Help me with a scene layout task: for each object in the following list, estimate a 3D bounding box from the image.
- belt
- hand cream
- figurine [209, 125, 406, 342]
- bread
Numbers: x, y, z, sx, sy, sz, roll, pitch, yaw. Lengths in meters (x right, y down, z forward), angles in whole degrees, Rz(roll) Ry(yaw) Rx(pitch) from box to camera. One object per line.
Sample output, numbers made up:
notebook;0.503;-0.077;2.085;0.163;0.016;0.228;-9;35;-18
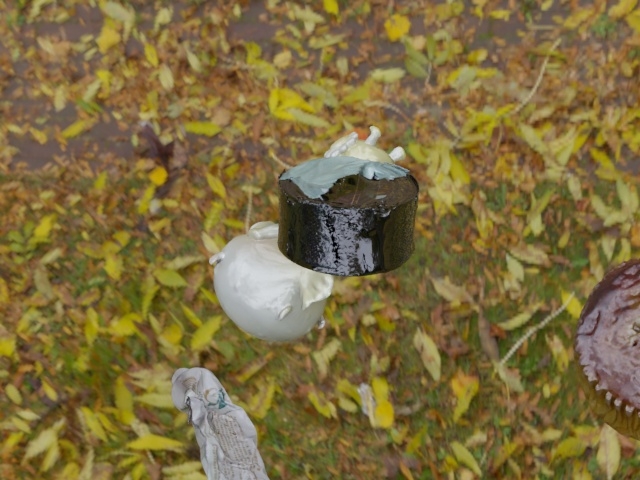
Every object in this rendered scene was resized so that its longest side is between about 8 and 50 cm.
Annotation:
belt;0.020;-0.019;0.707;0.105;0.140;0.058;8;112;9
hand cream;-0.097;0.192;0.925;0.050;0.084;0.257;-62;28;13
figurine;0.000;0.000;1.544;0.394;0.227;0.274;-52;26;11
bread;0.151;0.045;0.423;0.085;0.053;0.085;-6;53;8
